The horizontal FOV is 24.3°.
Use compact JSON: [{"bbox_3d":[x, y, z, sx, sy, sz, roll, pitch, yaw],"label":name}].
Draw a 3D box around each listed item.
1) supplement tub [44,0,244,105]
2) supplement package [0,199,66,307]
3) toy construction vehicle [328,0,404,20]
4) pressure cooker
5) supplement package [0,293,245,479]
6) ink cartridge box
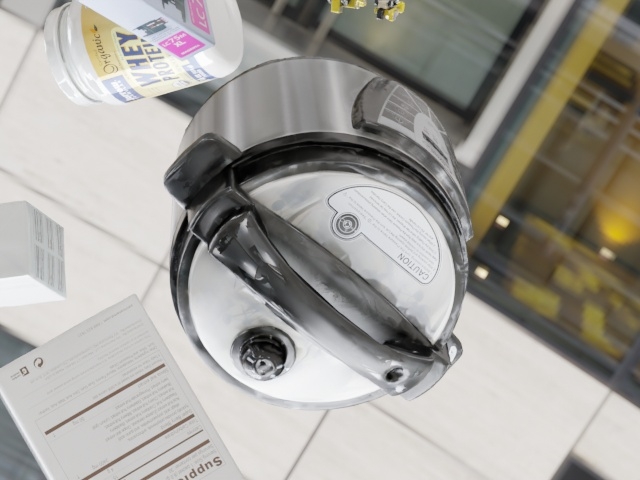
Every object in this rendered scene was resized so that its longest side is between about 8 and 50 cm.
[{"bbox_3d":[-0.325,-0.378,2.734,0.228,0.316,0.228,-14,-90,-69],"label":"supplement tub"},{"bbox_3d":[-0.600,0.030,2.774,0.194,0.149,0.203,-7,165,9],"label":"supplement package"},{"bbox_3d":[0.062,-0.314,1.990,0.086,0.035,0.098,12,-161,17],"label":"toy construction vehicle"},{"bbox_3d":[-0.003,0.005,1.833,0.370,0.375,0.420,0,-152,-3],"label":"pressure cooker"},{"bbox_3d":[-0.204,0.235,1.601,0.293,0.175,0.177,59,165,5],"label":"supplement package"},{"bbox_3d":[-0.240,-0.344,1.725,0.311,0.065,0.186,22,-130,-58],"label":"ink cartridge box"}]
